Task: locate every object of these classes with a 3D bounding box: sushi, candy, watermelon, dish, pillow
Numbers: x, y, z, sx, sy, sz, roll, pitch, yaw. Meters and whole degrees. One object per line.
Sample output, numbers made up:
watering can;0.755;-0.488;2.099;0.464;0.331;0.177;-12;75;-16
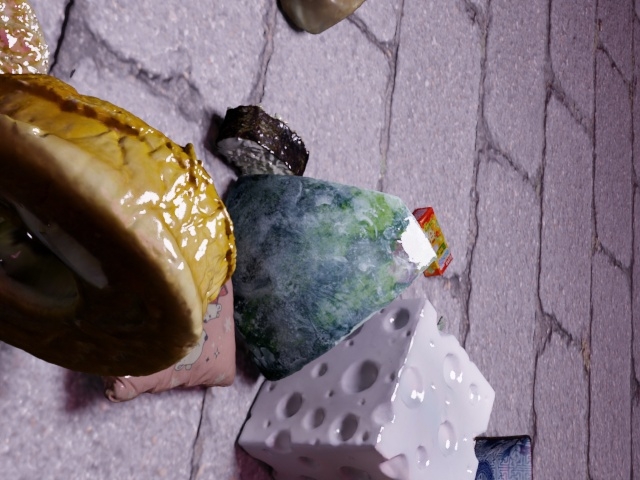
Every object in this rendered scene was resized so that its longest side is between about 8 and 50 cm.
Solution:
sushi;-0.080;-0.131;1.177;0.150;0.090;0.078;39;50;-39
candy;0.028;-0.429;1.356;0.102;0.104;0.234;56;44;-23
watermelon;-0.023;0.024;1.164;0.289;0.320;0.213;44;16;14
dish;0.326;0.470;1.589;0.243;0.080;0.182;14;72;-48
candy;0.206;0.002;1.554;0.062;0.038;0.122;-47;120;-45
pillow;-0.187;0.077;1.004;0.236;0.084;0.223;7;77;-55

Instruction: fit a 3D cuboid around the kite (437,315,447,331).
kite;0.188;0.224;1.516;0.229;0.012;0.250;59;42;-28

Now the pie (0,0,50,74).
pie;-0.371;-0.207;0.831;0.163;0.079;0.194;-39;115;-37

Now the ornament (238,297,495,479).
ornament;0.075;0.254;1.182;0.240;0.239;0.239;52;45;-32

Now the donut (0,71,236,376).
donut;-0.239;-0.014;0.759;0.330;0.330;0.160;52;43;-33
